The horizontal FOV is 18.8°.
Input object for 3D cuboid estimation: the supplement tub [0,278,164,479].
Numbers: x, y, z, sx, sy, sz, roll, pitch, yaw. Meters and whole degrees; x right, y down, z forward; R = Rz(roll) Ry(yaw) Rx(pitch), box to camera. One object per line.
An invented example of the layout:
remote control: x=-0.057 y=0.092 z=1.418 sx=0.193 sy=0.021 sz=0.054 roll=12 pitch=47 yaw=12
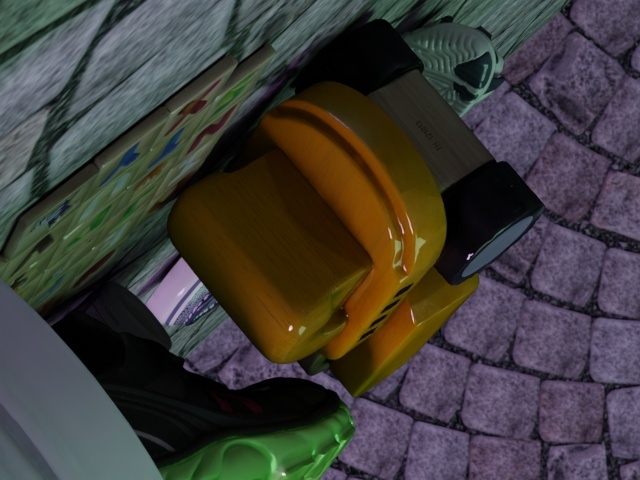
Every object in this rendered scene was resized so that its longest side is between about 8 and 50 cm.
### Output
supplement tub: x=-0.214 y=0.154 z=0.614 sx=0.316 sy=0.228 sz=0.228 roll=-41 pitch=177 yaw=-28

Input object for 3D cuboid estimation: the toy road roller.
toy road roller: x=-0.012 y=0.005 z=1.495 sx=0.240 sy=0.202 sz=0.329 roll=-32 pitch=167 yaw=-34

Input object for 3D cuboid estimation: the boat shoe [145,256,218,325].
boat shoe: x=0.000 y=0.000 z=1.886 sx=0.340 sy=0.158 sz=0.127 roll=-43 pitch=177 yaw=-8

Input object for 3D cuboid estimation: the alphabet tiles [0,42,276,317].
alphabet tiles: x=-0.159 y=0.001 z=1.251 sx=0.285 sy=0.011 sz=0.342 roll=-41 pitch=177 yaw=-28

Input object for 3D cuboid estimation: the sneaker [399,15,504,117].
sneaker: x=0.121 y=-0.166 z=1.766 sx=0.153 sy=0.094 sz=0.235 roll=-43 pitch=177 yaw=-29

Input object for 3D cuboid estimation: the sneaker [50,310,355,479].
sneaker: x=-0.122 y=0.138 z=1.473 sx=0.185 sy=0.202 sz=0.483 roll=-40 pitch=166 yaw=14

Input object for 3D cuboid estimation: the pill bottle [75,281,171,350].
pill bottle: x=-0.196 y=0.106 z=1.598 sx=0.137 sy=0.078 sz=0.078 roll=-43 pitch=177 yaw=6
